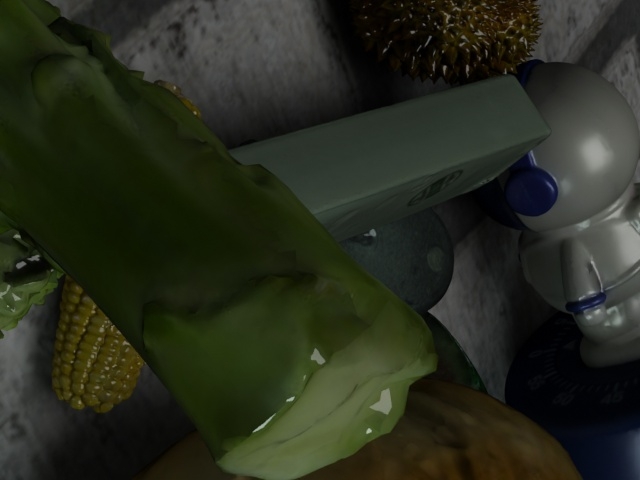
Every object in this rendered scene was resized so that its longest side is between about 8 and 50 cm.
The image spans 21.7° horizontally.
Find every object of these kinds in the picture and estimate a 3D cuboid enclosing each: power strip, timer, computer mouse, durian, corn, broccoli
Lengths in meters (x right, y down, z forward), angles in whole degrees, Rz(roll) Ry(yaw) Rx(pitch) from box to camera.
[{"bbox_3d":[0.031,-0.044,1.076,0.385,0.091,0.062,-21,77,-52],"label":"power strip"},{"bbox_3d":[0.231,0.030,1.337,0.270,0.270,0.383,-42,114,-34],"label":"timer"},{"bbox_3d":[-0.003,0.001,1.156,0.229,0.068,0.113,16,69,-39],"label":"computer mouse"},{"bbox_3d":[0.092,-0.186,1.167,0.168,0.137,0.158,2,102,-35],"label":"durian"},{"bbox_3d":[-0.118,0.003,1.019,0.067,0.067,0.206,16,87,-51],"label":"corn"},{"bbox_3d":[-0.135,-0.032,0.762,0.275,0.397,0.353,-57,178,6],"label":"broccoli"}]

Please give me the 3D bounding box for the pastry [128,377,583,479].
[{"bbox_3d":[0.003,0.262,1.073,0.409,0.245,0.409,-13,117,-28],"label":"pastry"}]

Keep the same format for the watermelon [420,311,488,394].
[{"bbox_3d":[0.089,0.164,1.247,0.128,0.146,0.231,-28,119,-42],"label":"watermelon"}]
